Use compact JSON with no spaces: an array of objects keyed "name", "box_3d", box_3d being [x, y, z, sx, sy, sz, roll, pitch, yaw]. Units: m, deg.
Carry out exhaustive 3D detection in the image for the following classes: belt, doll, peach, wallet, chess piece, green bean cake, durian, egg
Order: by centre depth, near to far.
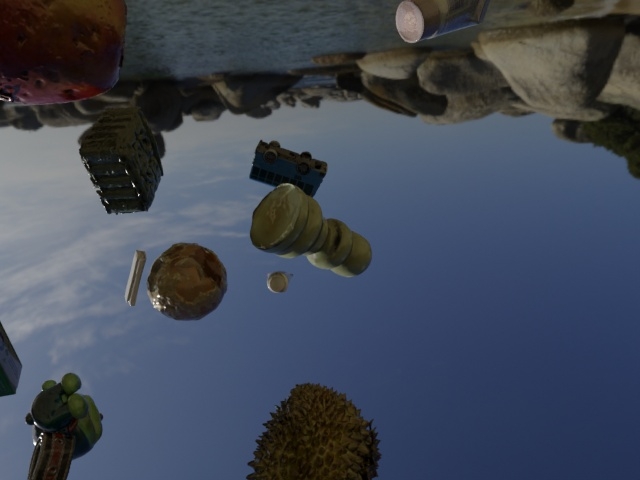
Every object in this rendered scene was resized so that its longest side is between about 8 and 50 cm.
[{"name":"durian","box_3d":[-0.017,0.419,0.867,0.258,0.258,0.293,9,-127,37]},{"name":"peach","box_3d":[-0.624,-0.471,0.978,0.416,0.353,0.339,11,146,-32]},{"name":"wallet","box_3d":[-0.433,0.088,1.098,0.025,0.122,0.061,10,-166,-34]},{"name":"egg","box_3d":[-0.325,0.100,1.152,0.195,0.195,0.233,-5,-171,0]},{"name":"belt","box_3d":[-0.713,0.681,1.191,0.094,0.360,0.126,17,151,-30]},{"name":"chess piece","box_3d":[0.000,0.000,1.203,0.330,0.182,0.182,28,173,-39]},{"name":"green bean cake","box_3d":[-0.546,-0.228,1.325,0.132,0.241,0.255,-5,-140,5]},{"name":"doll","box_3d":[-0.762,0.535,1.393,0.186,0.322,0.198,-21,-131,-25]}]

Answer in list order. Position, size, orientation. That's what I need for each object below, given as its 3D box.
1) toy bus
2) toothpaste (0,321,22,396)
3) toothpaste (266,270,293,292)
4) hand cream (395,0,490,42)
[{"name":"toy bus","box_3d":[-0.104,-0.226,1.513,0.234,0.134,0.116,18,-153,-7]},{"name":"toothpaste","box_3d":[-0.271,0.045,0.338,0.043,0.178,0.037,-12,-146,-17]},{"name":"toothpaste","box_3d":[-0.067,0.061,0.747,0.048,0.031,0.190,0,180,-4]},{"name":"hand cream","box_3d":[0.273,-0.484,0.961,0.248,0.133,0.083,-27,-117,-25]}]
